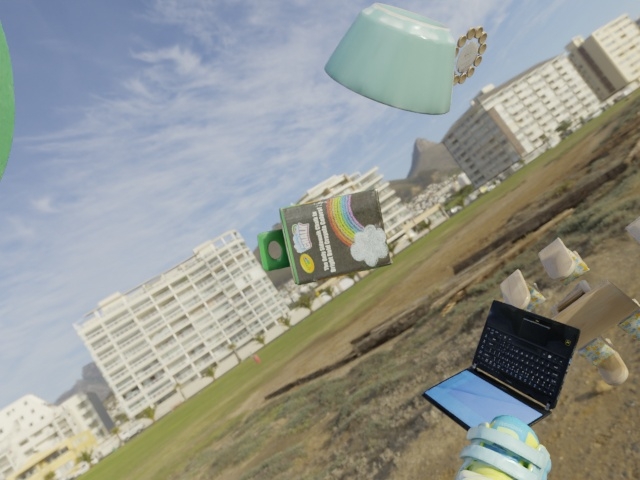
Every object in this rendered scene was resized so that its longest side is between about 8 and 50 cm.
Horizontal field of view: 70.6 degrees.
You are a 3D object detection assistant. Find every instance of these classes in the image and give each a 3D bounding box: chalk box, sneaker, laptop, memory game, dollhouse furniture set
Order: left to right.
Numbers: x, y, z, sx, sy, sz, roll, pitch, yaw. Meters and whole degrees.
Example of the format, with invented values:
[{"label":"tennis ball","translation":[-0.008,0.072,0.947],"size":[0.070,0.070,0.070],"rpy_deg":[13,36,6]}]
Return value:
[{"label":"chalk box","translation":[0.000,0.000,1.072],"size":[0.288,0.181,0.179],"rpy_deg":[-11,-1,-1]},{"label":"memory game","translation":[0.457,-0.576,1.416],"size":[0.186,0.012,0.186],"rpy_deg":[-30,-37,-25]},{"label":"sneaker","translation":[0.200,0.318,0.561],"size":[0.319,0.127,0.209],"rpy_deg":[39,-109,-57]},{"label":"laptop","translation":[0.371,0.265,0.963],"size":[0.234,0.136,0.265],"rpy_deg":[20,92,65]},{"label":"dollhouse furniture set","translation":[0.725,0.160,1.088],"size":[0.394,0.362,0.257],"rpy_deg":[-49,10,27]}]

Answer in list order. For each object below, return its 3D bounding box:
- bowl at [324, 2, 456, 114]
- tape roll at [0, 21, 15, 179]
[{"label":"bowl","translation":[0.179,-0.423,1.023],"size":[0.311,0.311,0.163],"rpy_deg":[-28,-36,-50]},{"label":"tape roll","translation":[-0.403,-0.153,0.402],"size":[0.077,0.322,0.321],"rpy_deg":[3,-10,-4]}]
